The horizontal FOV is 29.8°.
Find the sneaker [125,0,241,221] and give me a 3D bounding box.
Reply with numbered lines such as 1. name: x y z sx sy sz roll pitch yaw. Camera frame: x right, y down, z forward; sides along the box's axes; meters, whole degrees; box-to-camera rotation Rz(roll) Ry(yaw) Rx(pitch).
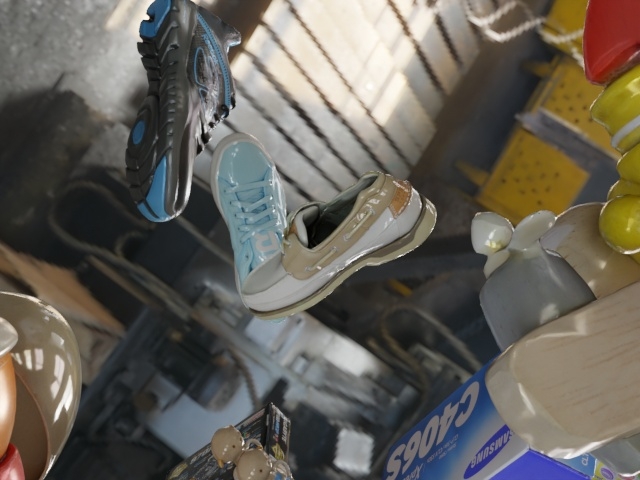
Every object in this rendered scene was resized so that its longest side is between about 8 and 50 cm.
1. sneaker: -0.173 -0.177 1.625 0.140 0.125 0.341 20 62 -33

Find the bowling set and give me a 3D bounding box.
1. bowling set: -0.076 0.312 1.388 0.200 0.154 0.287 -33 -155 37

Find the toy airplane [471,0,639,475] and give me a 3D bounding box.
1. toy airplane: 0.266 0.023 0.777 0.386 0.272 0.384 37 58 -31

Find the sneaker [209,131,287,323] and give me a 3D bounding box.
1. sneaker: -0.104 -0.016 2.212 0.135 0.150 0.366 -19 114 -15

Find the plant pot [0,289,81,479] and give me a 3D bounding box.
1. plant pot: -0.431 0.176 1.604 0.191 0.284 0.284 -50 164 -54

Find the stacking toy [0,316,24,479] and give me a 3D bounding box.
1. stacking toy: -0.417 0.343 1.282 0.351 0.480 0.350 -20 -172 3

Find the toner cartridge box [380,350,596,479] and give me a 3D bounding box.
1. toner cartridge box: 0.162 0.229 1.244 0.348 0.075 0.165 -52 -164 48

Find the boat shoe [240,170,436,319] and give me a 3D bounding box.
1. boat shoe: 0.000 0.000 1.550 0.302 0.103 0.113 -31 -146 29

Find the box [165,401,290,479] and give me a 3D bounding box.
1. box: -0.146 0.358 1.786 0.220 0.051 0.175 -36 -159 17

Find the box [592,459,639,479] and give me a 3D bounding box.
1. box: 0.434 0.416 1.808 0.177 0.290 0.279 -42 141 -29
